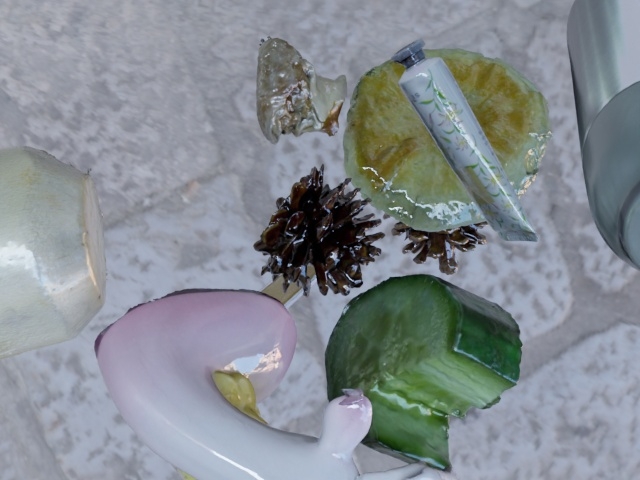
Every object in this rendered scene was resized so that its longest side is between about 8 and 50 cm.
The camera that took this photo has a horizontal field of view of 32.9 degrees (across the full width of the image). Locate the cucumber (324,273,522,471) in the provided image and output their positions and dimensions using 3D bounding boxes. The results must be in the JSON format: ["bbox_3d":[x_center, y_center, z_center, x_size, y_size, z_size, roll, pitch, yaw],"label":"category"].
[{"bbox_3d":[0.108,0.126,1.115,0.130,0.191,0.191,24,93,-35],"label":"cucumber"}]

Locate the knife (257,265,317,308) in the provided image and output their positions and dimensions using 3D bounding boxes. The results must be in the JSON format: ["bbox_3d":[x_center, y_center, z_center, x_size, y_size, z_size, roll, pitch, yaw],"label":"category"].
[{"bbox_3d":[-0.074,0.088,1.395,0.256,0.046,0.022,-39,147,-6],"label":"knife"}]

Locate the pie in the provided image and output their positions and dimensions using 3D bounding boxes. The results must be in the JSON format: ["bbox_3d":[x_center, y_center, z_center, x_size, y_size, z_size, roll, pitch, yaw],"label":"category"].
[{"bbox_3d":[0.169,-0.146,1.505,0.306,0.306,0.071,-30,159,-16],"label":"pie"}]

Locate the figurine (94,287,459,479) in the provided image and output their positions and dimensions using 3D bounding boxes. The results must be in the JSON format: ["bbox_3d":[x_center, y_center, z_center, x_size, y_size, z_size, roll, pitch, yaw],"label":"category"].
[{"bbox_3d":[0.003,0.184,0.842,0.206,0.316,0.284,-44,132,1],"label":"figurine"}]

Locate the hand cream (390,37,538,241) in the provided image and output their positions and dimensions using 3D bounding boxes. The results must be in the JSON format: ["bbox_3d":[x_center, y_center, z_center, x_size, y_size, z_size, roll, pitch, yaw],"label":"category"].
[{"bbox_3d":[0.120,-0.079,0.915,0.042,0.067,0.194,-35,100,-20],"label":"hand cream"}]

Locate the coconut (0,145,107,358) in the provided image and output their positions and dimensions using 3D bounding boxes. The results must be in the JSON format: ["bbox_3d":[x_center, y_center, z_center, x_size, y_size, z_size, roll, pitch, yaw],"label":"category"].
[{"bbox_3d":[-0.377,0.014,1.244,0.247,0.245,0.245,-8,108,-4],"label":"coconut"}]

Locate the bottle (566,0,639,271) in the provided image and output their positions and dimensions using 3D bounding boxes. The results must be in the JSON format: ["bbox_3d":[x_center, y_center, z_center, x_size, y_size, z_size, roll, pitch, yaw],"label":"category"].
[{"bbox_3d":[0.164,-0.072,0.519,0.079,0.254,0.096,11,122,4],"label":"bottle"}]

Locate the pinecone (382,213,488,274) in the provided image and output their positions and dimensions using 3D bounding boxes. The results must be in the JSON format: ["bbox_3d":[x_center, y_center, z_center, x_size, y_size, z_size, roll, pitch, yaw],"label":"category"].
[{"bbox_3d":[0.188,-0.053,1.707,0.212,0.185,0.169,65,32,-25],"label":"pinecone"}]

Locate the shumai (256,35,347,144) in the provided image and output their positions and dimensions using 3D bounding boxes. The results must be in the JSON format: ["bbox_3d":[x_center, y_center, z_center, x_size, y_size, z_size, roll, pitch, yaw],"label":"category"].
[{"bbox_3d":[-0.023,-0.187,1.364,0.116,0.145,0.146,-2,106,-3],"label":"shumai"}]

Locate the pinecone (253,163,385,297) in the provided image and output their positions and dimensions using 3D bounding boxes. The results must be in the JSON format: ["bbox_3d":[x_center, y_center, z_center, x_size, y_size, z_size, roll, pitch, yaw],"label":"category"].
[{"bbox_3d":[0.001,-0.002,1.106,0.120,0.140,0.140,31,89,2],"label":"pinecone"}]
